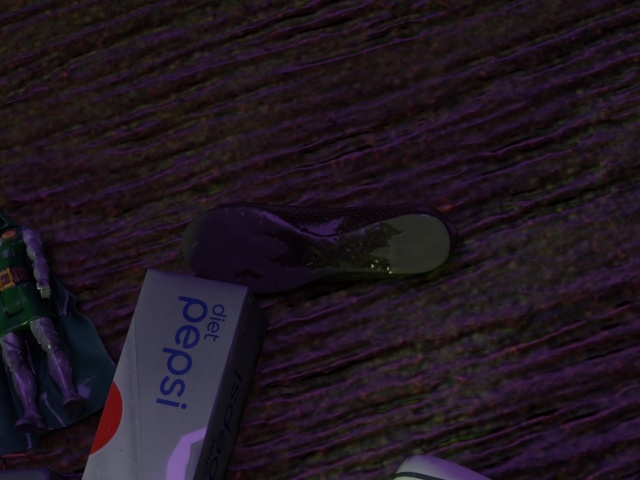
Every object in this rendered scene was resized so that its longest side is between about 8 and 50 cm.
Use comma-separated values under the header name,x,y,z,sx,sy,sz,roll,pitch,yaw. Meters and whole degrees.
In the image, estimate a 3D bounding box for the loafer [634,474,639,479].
name,x,y,z,sx,sy,sz,roll,pitch,yaw
loafer,0.415,0.188,1.202,0.366,0.134,0.130,-27,21,7

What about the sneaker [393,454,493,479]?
name,x,y,z,sx,sy,sz,roll,pitch,yaw
sneaker,0.173,0.290,1.222,0.321,0.126,0.127,30,70,18

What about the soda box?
name,x,y,z,sx,sy,sz,roll,pitch,yaw
soda box,-0.132,0.174,1.344,0.098,0.091,0.286,10,69,15

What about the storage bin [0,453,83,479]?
name,x,y,z,sx,sy,sz,roll,pitch,yaw
storage bin,-0.267,0.225,1.348,0.135,0.091,0.098,-4,67,8

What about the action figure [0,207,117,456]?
name,x,y,z,sx,sy,sz,roll,pitch,yaw
action figure,-0.271,0.063,1.437,0.137,0.063,0.232,-25,62,2

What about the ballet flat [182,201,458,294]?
name,x,y,z,sx,sy,sz,roll,pitch,yaw
ballet flat,0.000,0.000,1.419,0.250,0.058,0.084,-4,102,14
